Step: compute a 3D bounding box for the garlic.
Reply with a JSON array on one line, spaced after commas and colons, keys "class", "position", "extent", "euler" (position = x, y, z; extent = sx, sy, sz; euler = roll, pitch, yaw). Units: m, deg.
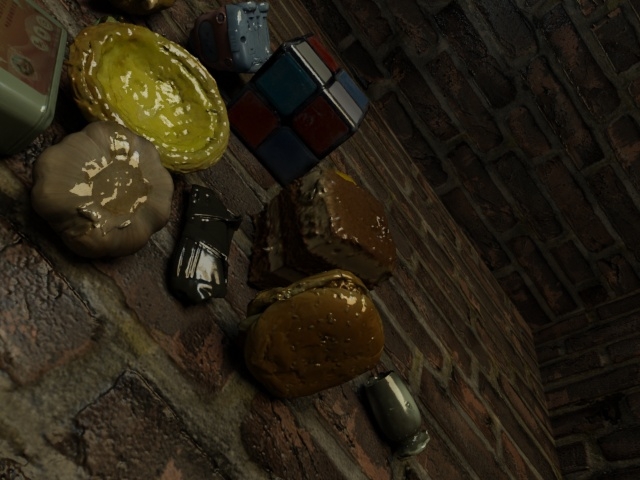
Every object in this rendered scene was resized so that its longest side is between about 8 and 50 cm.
[{"class": "garlic", "position": [-0.361, -0.082, 0.721], "extent": [0.228, 0.152, 0.227], "euler": [-7, 99, -50]}]

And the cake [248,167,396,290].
[{"class": "cake", "position": [0.000, 0.000, 1.070], "extent": [0.282, 0.290, 0.255], "euler": [28, 38, -37]}]

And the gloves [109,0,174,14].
[{"class": "gloves", "position": [-0.494, -0.691, 1.130], "extent": [0.203, 0.155, 0.356], "euler": [55, 12, -19]}]

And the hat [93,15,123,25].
[{"class": "hat", "position": [-0.503, -0.514, 1.041], "extent": [0.076, 0.059, 0.077], "euler": [50, 24, -23]}]

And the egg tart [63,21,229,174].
[{"class": "egg tart", "position": [-0.361, -0.286, 0.899], "extent": [0.345, 0.133, 0.345], "euler": [21, 61, -44]}]

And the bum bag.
[{"class": "bum bag", "position": [-0.235, 0.002, 0.913], "extent": [0.142, 0.080, 0.326], "euler": [32, 38, -33]}]

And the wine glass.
[{"class": "wine glass", "position": [0.195, 0.444, 1.101], "extent": [0.111, 0.111, 0.204], "euler": [-14, 75, -60]}]

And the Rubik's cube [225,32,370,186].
[{"class": "Rubik's cube", "position": [-0.067, -0.417, 1.351], "extent": [0.313, 0.318, 0.316], "euler": [47, 29, -15]}]

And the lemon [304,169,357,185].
[{"class": "lemon", "position": [0.031, -0.133, 1.360], "extent": [0.244, 0.186, 0.186], "euler": [20, 35, -1]}]

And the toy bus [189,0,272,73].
[{"class": "toy bus", "position": [-0.282, -0.636, 1.347], "extent": [0.294, 0.232, 0.197], "euler": [-70, 158, -59]}]

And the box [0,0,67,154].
[{"class": "box", "position": [-0.531, -0.292, 0.675], "extent": [0.182, 0.175, 0.311], "euler": [34, 35, -52]}]

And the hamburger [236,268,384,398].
[{"class": "hamburger", "position": [-0.016, 0.195, 0.857], "extent": [0.144, 0.283, 0.259], "euler": [-101, 167, -51]}]
